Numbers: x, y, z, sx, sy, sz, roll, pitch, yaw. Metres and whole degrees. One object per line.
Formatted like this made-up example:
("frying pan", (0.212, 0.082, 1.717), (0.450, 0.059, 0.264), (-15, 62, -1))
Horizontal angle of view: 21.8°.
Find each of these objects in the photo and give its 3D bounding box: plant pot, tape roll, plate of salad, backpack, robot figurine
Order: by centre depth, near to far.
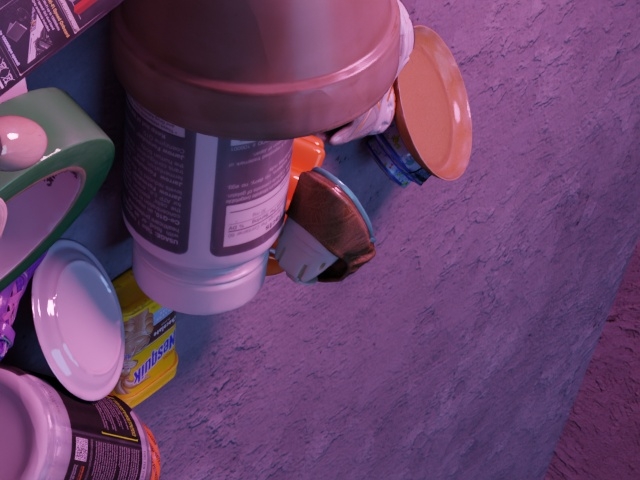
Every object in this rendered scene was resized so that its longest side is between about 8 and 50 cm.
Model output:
("tape roll", (-0.354, -0.018, 1.698), (0.321, 0.077, 0.321), (-42, 173, -6))
("plant pot", (-0.063, -0.312, 1.749), (0.323, 0.323, 0.280), (-37, 146, -38))
("plate of salad", (-0.299, 0.097, 2.008), (0.200, 0.048, 0.200), (-14, 90, -68))
("robot figurine", (-0.068, -0.045, 2.255), (0.128, 0.158, 0.219), (7, 113, -45))
("plant pot", (0.160, -0.202, 2.471), (0.236, 0.032, 0.236), (27, 58, -54))
("backpack", (0.121, -0.140, 2.517), (0.084, 0.105, 0.114), (-37, 147, 4))

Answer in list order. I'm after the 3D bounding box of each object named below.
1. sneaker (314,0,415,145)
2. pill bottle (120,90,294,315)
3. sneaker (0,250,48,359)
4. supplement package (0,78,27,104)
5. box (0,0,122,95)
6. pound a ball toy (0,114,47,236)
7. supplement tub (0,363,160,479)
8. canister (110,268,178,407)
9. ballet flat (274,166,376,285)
("sneaker", (0.051, -0.234, 2.302), (0.121, 0.099, 0.262), (-32, 143, -35))
("pill bottle", (-0.136, -0.096, 1.987), (0.204, 0.204, 0.361), (-35, 147, -39))
("sneaker", (-0.377, 0.083, 1.873), (0.236, 0.104, 0.095), (-50, 152, -19))
("supplement package", (-0.361, -0.196, 1.588), (0.105, 0.105, 0.179), (-40, 149, -32))
("box", (-0.289, -0.319, 1.464), (0.242, 0.076, 0.307), (-44, 124, -29))
("pound a ball toy", (-0.377, -0.071, 1.450), (0.136, 0.319, 0.208), (1, 117, -61))
("supplement tub", (-0.335, 0.266, 2.047), (0.193, 0.193, 0.316), (-59, 154, 1))
("canister", (-0.244, 0.125, 2.193), (0.126, 0.073, 0.170), (-36, 146, -39))
("ballet flat", (0.000, 0.000, 2.128), (0.124, 0.116, 0.342), (-48, 172, -3))
